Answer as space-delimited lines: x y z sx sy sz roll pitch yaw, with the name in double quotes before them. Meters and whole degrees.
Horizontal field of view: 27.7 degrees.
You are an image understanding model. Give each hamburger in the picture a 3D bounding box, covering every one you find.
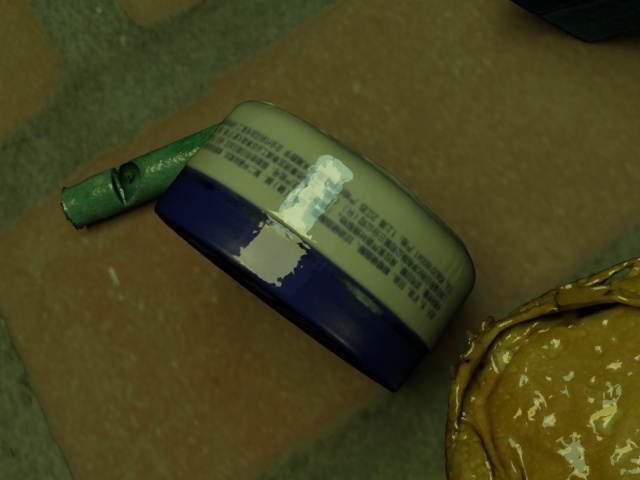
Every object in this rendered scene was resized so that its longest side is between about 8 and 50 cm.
"hamburger" 0.224 0.149 0.770 0.319 0.158 0.318 -6 72 18

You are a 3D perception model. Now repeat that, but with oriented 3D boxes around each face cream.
"face cream" 0.000 0.000 0.869 0.206 0.206 0.111 33 82 25

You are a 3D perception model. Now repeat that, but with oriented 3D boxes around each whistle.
"whistle" -0.115 -0.058 1.018 0.186 0.039 0.039 -21 68 12

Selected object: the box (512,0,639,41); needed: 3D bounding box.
"box" 0.256 -0.284 0.839 0.279 0.116 0.261 -1 69 63
